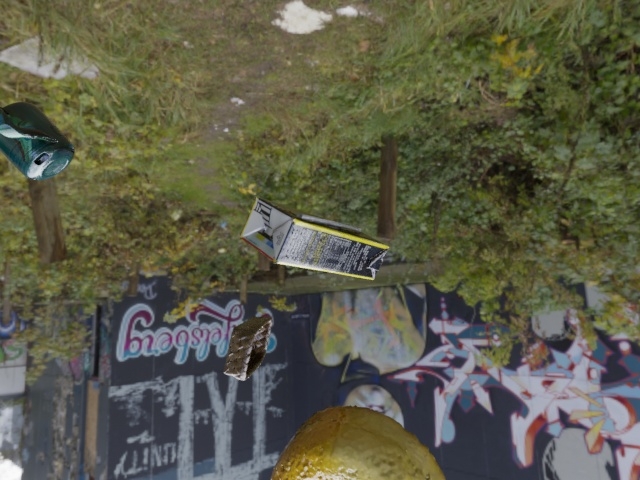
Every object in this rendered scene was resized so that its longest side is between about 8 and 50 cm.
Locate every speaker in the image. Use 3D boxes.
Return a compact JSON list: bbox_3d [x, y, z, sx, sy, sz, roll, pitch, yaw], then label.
[{"bbox_3d":[-0.307,-0.113,0.478,0.060,0.075,0.094,-46,-174,-30],"label":"speaker"}]

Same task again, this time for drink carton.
[{"bbox_3d":[0.000,0.000,0.512,0.165,0.056,0.071,13,-165,-47],"label":"drink carton"}]

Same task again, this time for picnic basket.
[{"bbox_3d":[-0.148,0.215,0.942,0.054,0.110,0.193,12,179,6],"label":"picnic basket"}]

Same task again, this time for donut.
[{"bbox_3d":[0.026,0.252,0.422,0.190,0.174,0.074,-47,163,31],"label":"donut"}]
